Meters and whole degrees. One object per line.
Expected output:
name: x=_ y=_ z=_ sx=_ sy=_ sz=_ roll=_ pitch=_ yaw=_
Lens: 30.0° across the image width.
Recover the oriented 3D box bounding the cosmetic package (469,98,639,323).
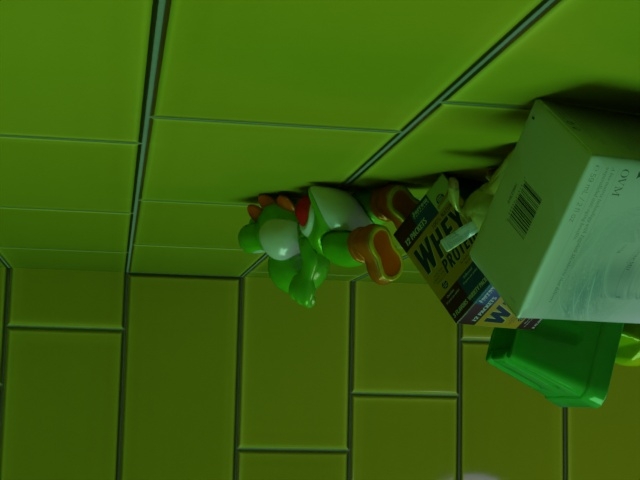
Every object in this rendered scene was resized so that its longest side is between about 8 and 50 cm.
cosmetic package: x=0.336 y=-0.028 z=1.421 sx=0.224 sy=0.224 sz=0.138 roll=3 pitch=-147 yaw=-26

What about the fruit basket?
fruit basket: x=0.507 y=0.123 z=2.101 sx=0.391 sy=0.392 sz=0.283 roll=2 pitch=172 yaw=-8

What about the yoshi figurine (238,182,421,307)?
yoshi figurine: x=0.018 y=0.013 z=2.049 sx=0.203 sy=0.203 sz=0.362 roll=-1 pitch=179 yaw=-44

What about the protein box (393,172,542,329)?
protein box: x=0.264 y=0.020 z=1.873 sx=0.201 sy=0.200 sz=0.136 roll=8 pitch=128 yaw=-44

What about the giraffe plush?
giraffe plush: x=0.291 y=-0.050 z=1.708 sx=0.210 sy=0.181 sz=0.170 roll=-15 pitch=-173 yaw=30
